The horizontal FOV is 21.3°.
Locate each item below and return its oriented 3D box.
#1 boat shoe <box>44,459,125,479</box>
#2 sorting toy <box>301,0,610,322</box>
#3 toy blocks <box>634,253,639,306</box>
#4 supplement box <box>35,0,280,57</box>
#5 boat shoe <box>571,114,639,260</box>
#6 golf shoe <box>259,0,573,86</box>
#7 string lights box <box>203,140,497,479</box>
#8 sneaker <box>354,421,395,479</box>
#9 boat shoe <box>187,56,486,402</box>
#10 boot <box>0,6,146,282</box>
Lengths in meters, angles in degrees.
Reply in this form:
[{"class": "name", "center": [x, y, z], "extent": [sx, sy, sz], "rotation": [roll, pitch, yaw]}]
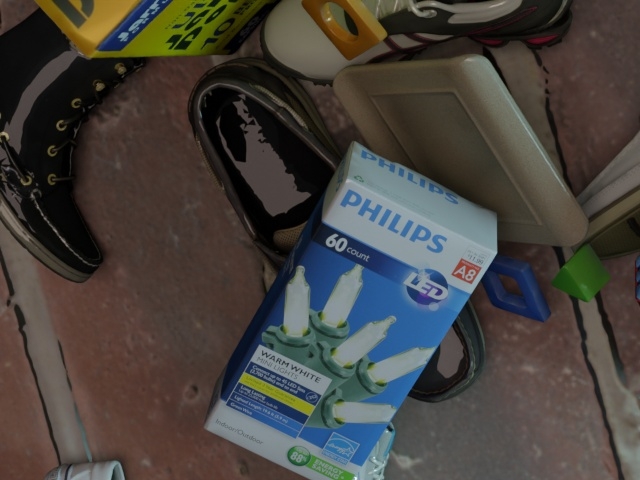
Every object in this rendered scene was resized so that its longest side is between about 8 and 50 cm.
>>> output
[{"class": "boat shoe", "center": [-0.192, 0.311, 1.553], "extent": [0.076, 0.083, 0.226], "rotation": [-15, 92, 16]}, {"class": "sorting toy", "center": [0.116, -0.079, 1.370], "extent": [0.047, 0.196, 0.347], "rotation": [-44, 112, -24]}, {"class": "toy blocks", "center": [0.397, 0.042, 1.319], "extent": [0.381, 0.190, 0.261], "rotation": [28, 129, -14]}, {"class": "supplement box", "center": [-0.117, -0.276, 1.326], "extent": [0.194, 0.356, 0.195], "rotation": [-44, 85, 15]}, {"class": "boat shoe", "center": [0.317, -0.097, 1.379], "extent": [0.302, 0.113, 0.103], "rotation": [-36, 62, 20]}, {"class": "golf shoe", "center": [0.072, -0.202, 1.404], "extent": [0.273, 0.120, 0.105], "rotation": [-10, 78, 14]}, {"class": "string lights box", "center": [0.023, 0.065, 1.364], "extent": [0.133, 0.077, 0.259], "rotation": [26, 117, -7]}, {"class": "sneaker", "center": [0.033, 0.197, 1.487], "extent": [0.083, 0.071, 0.190], "rotation": [-19, 92, 24]}, {"class": "boat shoe", "center": [0.000, 0.000, 1.446], "extent": [0.132, 0.130, 0.355], "rotation": [-42, 86, 15]}, {"class": "boot", "center": [-0.223, -0.099, 1.513], "extent": [0.178, 0.085, 0.236], "rotation": [-35, 87, 13]}]
